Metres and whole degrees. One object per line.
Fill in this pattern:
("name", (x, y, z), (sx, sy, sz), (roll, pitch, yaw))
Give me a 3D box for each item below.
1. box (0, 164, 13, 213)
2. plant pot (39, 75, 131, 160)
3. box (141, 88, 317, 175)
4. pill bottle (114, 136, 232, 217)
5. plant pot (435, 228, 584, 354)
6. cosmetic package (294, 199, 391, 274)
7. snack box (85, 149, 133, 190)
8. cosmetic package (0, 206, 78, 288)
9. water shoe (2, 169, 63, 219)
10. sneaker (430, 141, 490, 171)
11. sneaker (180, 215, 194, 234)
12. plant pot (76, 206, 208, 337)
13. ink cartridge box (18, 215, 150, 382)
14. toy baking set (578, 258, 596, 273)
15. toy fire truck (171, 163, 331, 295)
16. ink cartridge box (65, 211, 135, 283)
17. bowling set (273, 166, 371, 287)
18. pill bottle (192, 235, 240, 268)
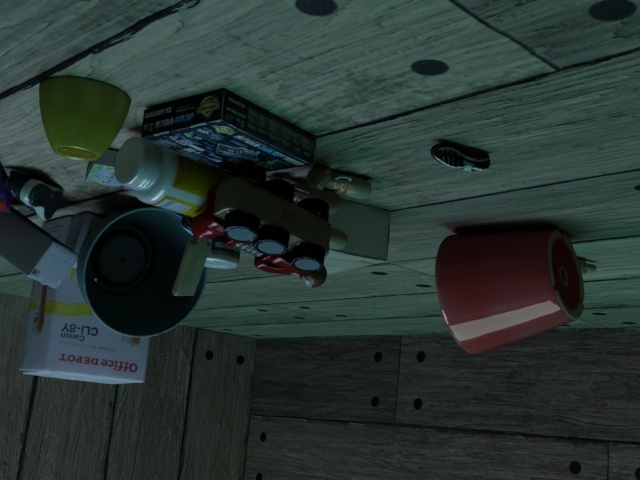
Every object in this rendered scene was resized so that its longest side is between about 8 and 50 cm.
("box", (-0.742, -0.125, 1.733), (0.200, 0.057, 0.293), (8, 167, -10))
("plant pot", (-0.357, -0.173, 1.282), (0.134, 0.095, 0.134), (5, 168, 1))
("box", (-0.141, -0.161, 1.350), (0.175, 0.051, 0.220), (-5, 164, 38))
("pill bottle", (-0.241, -0.107, 1.479), (0.117, 0.117, 0.215), (-7, 162, 43))
("plant pot", (0.414, 0.095, 1.846), (0.243, 0.275, 0.275), (-14, 158, 34))
("cosmetic package", (0.000, 0.000, 1.873), (0.160, 0.113, 0.309), (12, 166, -28))
("snack box", (-0.380, -0.131, 1.608), (0.100, 0.037, 0.141), (11, 166, -19))
("cosmetic package", (-0.678, 0.001, 1.943), (0.238, 0.107, 0.127), (29, 172, 18))
("water shoe", (-0.600, -0.102, 1.804), (0.080, 0.073, 0.203), (32, 168, 3))
("sneaker", (0.218, -0.129, 1.378), (0.109, 0.040, 0.043), (12, 167, -27))
("sneaker", (-0.216, -0.042, 1.914), (0.188, 0.067, 0.078), (8, 146, -4))
("plant pot", (-0.431, 0.057, 1.978), (0.293, 0.293, 0.196), (14, -179, -34))
("ink cartridge box", (-0.575, 0.160, 2.184), (0.279, 0.385, 0.160), (16, 164, -40))
("toy baking set", (0.540, 0.062, 2.111), (0.256, 0.030, 0.196), (13, 165, -32))
("toy fire truck", (-0.133, 0.010, 1.481), (0.217, 0.159, 0.246), (25, 148, -34))
("ink cartridge box", (-0.525, 0.021, 2.091), (0.175, 0.128, 0.072), (26, 159, -36))
("bowling set", (-0.039, -0.021, 1.625), (0.154, 0.200, 0.287), (14, 161, -28))
("pill bottle", (-0.194, -0.036, 1.653), (0.094, 0.170, 0.094), (6, 168, 1))
